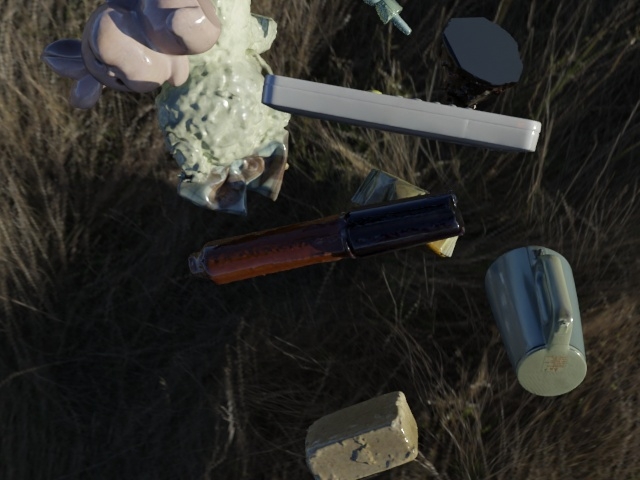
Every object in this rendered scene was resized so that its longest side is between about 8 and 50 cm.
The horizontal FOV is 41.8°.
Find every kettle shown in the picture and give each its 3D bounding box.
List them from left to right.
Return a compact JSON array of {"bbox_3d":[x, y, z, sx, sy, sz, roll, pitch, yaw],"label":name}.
[{"bbox_3d":[0.382,0.121,1.430,0.160,0.210,0.243,6,35,-2],"label":"kettle"}]

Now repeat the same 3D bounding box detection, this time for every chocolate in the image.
[{"bbox_3d":[0.250,-0.281,1.421,0.156,0.133,0.156,12,56,-18],"label":"chocolate"}]

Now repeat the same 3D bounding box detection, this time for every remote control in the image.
[{"bbox_3d":[0.072,-0.116,0.780,0.250,0.103,0.034,10,96,3],"label":"remote control"}]

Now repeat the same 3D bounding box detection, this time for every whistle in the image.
[{"bbox_3d":[0.095,-0.336,1.210,0.035,0.035,0.100,-42,92,-4],"label":"whistle"}]

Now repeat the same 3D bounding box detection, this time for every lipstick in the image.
[{"bbox_3d":[0.000,0.000,1.229,0.419,0.077,0.077,-12,72,17],"label":"lipstick"}]

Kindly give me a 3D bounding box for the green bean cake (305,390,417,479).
[{"bbox_3d":[0.068,0.328,1.384,0.179,0.109,0.085,-21,106,15],"label":"green bean cake"}]

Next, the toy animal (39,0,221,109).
[{"bbox_3d":[-0.206,-0.197,0.885,0.213,0.124,0.124,-32,70,18],"label":"toy animal"}]

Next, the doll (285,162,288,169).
[{"bbox_3d":[-0.103,-0.140,1.406,0.051,0.093,0.061,-54,27,-18],"label":"doll"}]

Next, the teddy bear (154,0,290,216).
[{"bbox_3d":[-0.213,-0.275,1.297,0.327,0.362,0.375,-27,45,-28],"label":"teddy bear"}]

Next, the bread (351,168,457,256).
[{"bbox_3d":[0.182,-0.050,1.731,0.192,0.210,0.109,27,89,28],"label":"bread"}]
